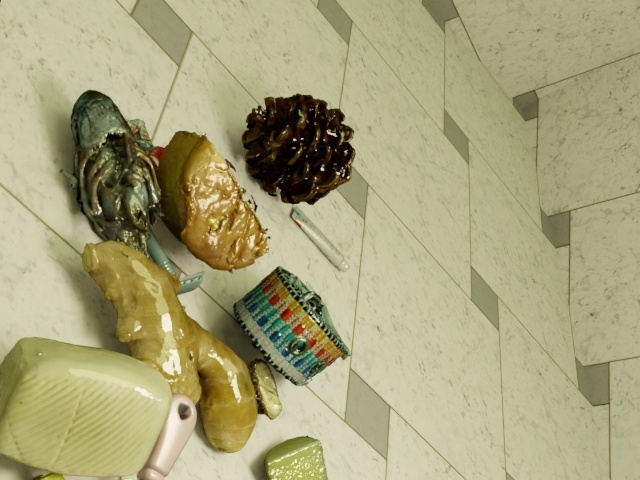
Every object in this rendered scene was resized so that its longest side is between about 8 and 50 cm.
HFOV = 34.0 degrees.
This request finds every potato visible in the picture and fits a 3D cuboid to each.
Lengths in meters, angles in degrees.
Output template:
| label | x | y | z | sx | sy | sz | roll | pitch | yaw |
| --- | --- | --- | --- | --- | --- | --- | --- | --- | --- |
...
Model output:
| label | x | y | z | sx | sy | sz | roll | pitch | yaw |
| --- | --- | --- | --- | --- | --- | --- | --- | --- | --- |
| potato | -0.052 | 0.436 | 1.867 | 0.120 | 0.081 | 0.149 | -13 | 94 | -32 |

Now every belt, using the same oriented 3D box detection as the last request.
| label | x | y | z | sx | sy | sz | roll | pitch | yaw |
| --- | --- | --- | --- | --- | --- | --- | --- | --- | --- |
| belt | -0.053 | 0.160 | 1.942 | 0.207 | 0.150 | 0.257 | 52 | 2 | 14 |

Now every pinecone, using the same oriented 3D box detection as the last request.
| label | x | y | z | sx | sy | sz | roll | pitch | yaw |
| --- | --- | --- | --- | --- | --- | --- | --- | --- | --- |
| pinecone | -0.056 | -0.196 | 2.251 | 0.257 | 0.243 | 0.243 | 0 | 64 | -44 |

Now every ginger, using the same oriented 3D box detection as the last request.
| label | x | y | z | sx | sy | sz | roll | pitch | yaw |
| --- | --- | --- | --- | --- | --- | --- | --- | --- | --- |
| ginger | -0.233 | 0.174 | 1.685 | 0.363 | 0.122 | 0.348 | 7 | 73 | -46 |

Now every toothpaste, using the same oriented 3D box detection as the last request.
| label | x | y | z | sx | sy | sz | roll | pitch | yaw |
| --- | --- | --- | --- | --- | --- | --- | --- | --- | --- |
| toothpaste | 0.000 | 0.000 | 2.370 | 0.190 | 0.031 | 0.048 | 48 | 33 | -19 |

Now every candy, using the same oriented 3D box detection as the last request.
| label | x | y | z | sx | sy | sz | roll | pitch | yaw |
| --- | --- | --- | --- | --- | --- | --- | --- | --- | --- |
| candy | -0.278 | -0.099 | 1.947 | 0.292 | 0.059 | 0.086 | 56 | 29 | -10 |

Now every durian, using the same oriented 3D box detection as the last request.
| label | x | y | z | sx | sy | sz | roll | pitch | yaw |
| --- | --- | --- | --- | --- | --- | --- | --- | --- | --- |
| durian | -0.121 | 0.268 | 1.863 | 0.140 | 0.071 | 0.110 | 56 | 15 | -67 |

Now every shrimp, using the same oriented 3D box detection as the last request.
| label | x | y | z | sx | sy | sz | roll | pitch | yaw |
| --- | --- | --- | --- | --- | --- | --- | --- | --- | --- |
| shrimp | -0.354 | -0.082 | 1.741 | 0.172 | 0.137 | 0.372 | -11 | 65 | -31 |

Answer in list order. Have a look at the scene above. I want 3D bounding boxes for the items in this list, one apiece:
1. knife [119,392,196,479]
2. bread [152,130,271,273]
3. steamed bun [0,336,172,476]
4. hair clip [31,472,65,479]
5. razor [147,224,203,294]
| label | x | y | z | sx | sy | sz | roll | pitch | yaw |
| --- | --- | --- | --- | --- | --- | --- | --- | --- | --- |
| knife | -0.260 | 0.363 | 1.480 | 0.081 | 0.043 | 0.336 | 46 | 49 | -33 |
| bread | -0.206 | -0.053 | 1.835 | 0.160 | 0.147 | 0.260 | 29 | -26 | 45 |
| steamed bun | -0.333 | 0.217 | 1.431 | 0.239 | 0.170 | 0.152 | 18 | 16 | -31 |
| hair clip | -0.393 | 0.355 | 1.351 | 0.072 | 0.046 | 0.173 | 60 | 29 | 5 |
| razor | -0.301 | -0.006 | 1.829 | 0.232 | 0.068 | 0.106 | 60 | 26 | 6 |
